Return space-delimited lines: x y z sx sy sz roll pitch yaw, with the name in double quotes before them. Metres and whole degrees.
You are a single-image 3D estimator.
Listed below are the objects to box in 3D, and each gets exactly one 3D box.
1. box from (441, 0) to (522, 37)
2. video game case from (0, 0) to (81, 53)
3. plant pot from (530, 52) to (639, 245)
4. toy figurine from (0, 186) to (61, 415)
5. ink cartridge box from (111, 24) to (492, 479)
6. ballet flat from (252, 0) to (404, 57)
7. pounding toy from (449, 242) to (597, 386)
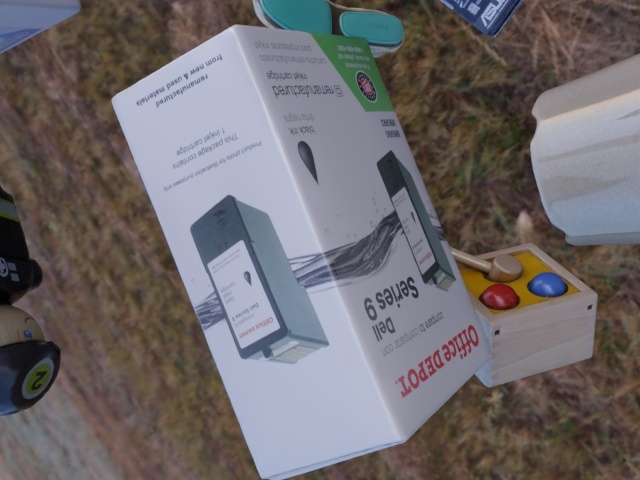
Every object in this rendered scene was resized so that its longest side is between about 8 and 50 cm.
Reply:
"box" 0.214 -0.506 1.166 0.318 0.097 0.395 35 141 1
"video game case" -0.411 -0.144 0.720 0.329 0.300 0.036 -17 93 29
"plant pot" 0.456 -0.122 1.155 0.306 0.334 0.333 -11 115 35
"toy figurine" -0.268 0.055 0.494 0.209 0.213 0.148 -34 71 51
"ink cartridge box" 0.000 0.000 0.669 0.122 0.211 0.289 -23 88 29
"ballet flat" 0.004 -0.205 0.871 0.052 0.168 0.057 -21 65 59
"pounding toy" 0.164 0.050 0.840 0.141 0.130 0.100 -129 30 -57
